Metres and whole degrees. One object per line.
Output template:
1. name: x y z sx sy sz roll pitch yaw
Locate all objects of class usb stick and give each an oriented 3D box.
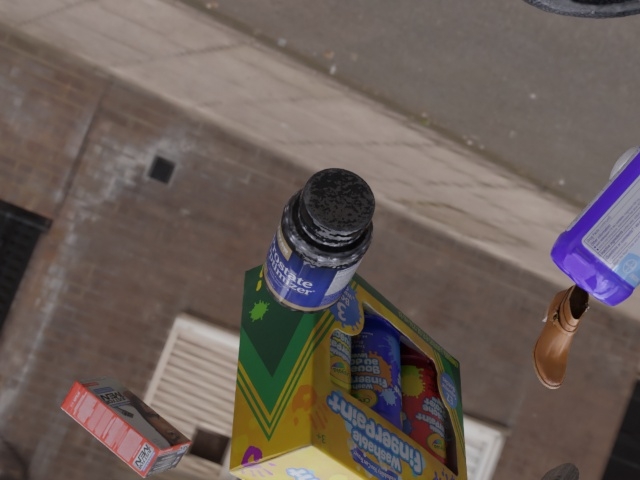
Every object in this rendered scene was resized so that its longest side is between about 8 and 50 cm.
1. usb stick: 0.419 0.442 1.932 0.045 0.077 0.278 63 -166 12

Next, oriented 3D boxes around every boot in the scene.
1. boot: 0.485 0.186 2.155 0.073 0.197 0.152 10 155 -8

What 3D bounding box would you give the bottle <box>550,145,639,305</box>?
1. bottle: 0.370 -0.059 1.146 0.092 0.283 0.118 46 -169 28

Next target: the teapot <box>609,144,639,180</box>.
1. teapot: 0.671 -0.139 1.897 0.252 0.256 0.187 13 138 30

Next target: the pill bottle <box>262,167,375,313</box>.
1. pill bottle: 0.000 0.000 1.427 0.122 0.123 0.219 21 148 -2

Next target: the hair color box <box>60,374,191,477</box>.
1. hair color box: -0.278 0.263 1.546 0.167 0.053 0.093 36 -170 18

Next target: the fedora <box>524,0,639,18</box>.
1. fedora: 0.247 -0.332 0.809 0.334 0.334 0.153 25 -142 -40

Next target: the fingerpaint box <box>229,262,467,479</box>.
1. fingerpaint box: 0.065 0.276 1.751 0.163 0.371 0.445 -24 134 28
